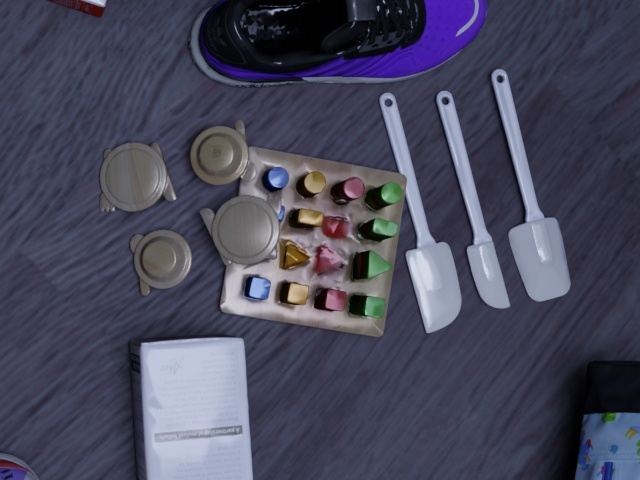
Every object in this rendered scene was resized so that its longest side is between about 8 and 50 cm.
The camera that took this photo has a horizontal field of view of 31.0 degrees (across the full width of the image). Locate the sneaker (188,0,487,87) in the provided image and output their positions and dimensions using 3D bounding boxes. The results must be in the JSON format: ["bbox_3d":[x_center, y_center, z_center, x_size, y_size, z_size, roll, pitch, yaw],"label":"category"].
[{"bbox_3d":[0.033,-0.200,1.066,0.293,0.146,0.102,-12,91,-14],"label":"sneaker"}]

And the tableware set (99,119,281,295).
[{"bbox_3d":[-0.120,-0.033,1.061,0.169,0.020,0.141,-15,84,6],"label":"tableware set"}]

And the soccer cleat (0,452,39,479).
[{"bbox_3d":[-0.367,0.299,0.954,0.318,0.116,0.108,-39,97,-13],"label":"soccer cleat"}]

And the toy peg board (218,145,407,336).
[{"bbox_3d":[0.000,0.000,1.079,0.161,0.079,0.161,10,85,-11],"label":"toy peg board"}]

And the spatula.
[{"bbox_3d":[0.153,-0.044,1.160,0.168,0.019,0.242,-14,90,-9],"label":"spatula"}]

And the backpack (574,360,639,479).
[{"bbox_3d":[0.347,0.326,1.041,0.290,0.273,0.355,32,75,-32],"label":"backpack"}]

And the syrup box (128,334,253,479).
[{"bbox_3d":[-0.115,0.205,1.036,0.096,0.093,0.236,-2,88,-15],"label":"syrup box"}]

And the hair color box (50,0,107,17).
[{"bbox_3d":[-0.264,-0.274,1.041,0.167,0.053,0.093,17,85,-15],"label":"hair color box"}]
